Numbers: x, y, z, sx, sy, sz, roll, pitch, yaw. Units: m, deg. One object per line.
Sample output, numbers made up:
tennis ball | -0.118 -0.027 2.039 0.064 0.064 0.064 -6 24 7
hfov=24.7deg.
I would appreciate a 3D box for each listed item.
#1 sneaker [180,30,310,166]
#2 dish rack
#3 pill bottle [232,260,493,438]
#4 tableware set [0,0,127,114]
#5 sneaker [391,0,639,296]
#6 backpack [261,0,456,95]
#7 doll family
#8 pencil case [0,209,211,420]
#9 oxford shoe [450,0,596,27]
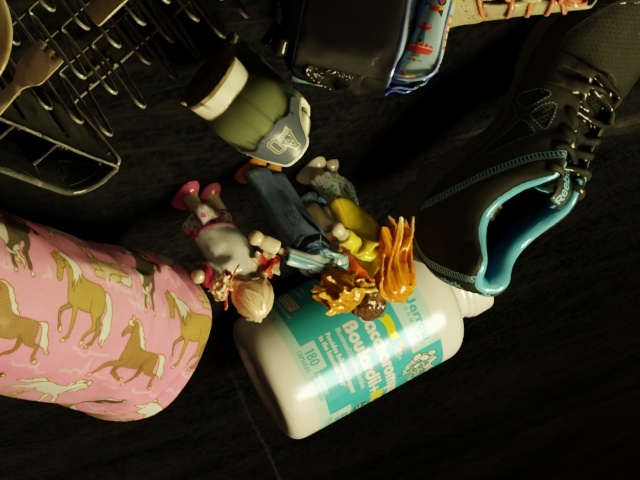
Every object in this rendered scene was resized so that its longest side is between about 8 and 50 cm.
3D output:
sneaker | -0.049 -0.095 1.049 0.064 0.086 0.192 -50 -168 7
dish rack | -0.136 -0.157 0.961 0.271 0.074 0.208 -40 156 13
pill bottle | 0.050 0.091 1.562 0.264 0.146 0.146 -28 155 -12
tableware set | -0.180 -0.158 0.850 0.194 0.128 0.039 -43 -179 5
sneaker | 0.219 -0.092 1.355 0.125 0.139 0.341 34 95 -36
backpack | 0.030 -0.173 1.002 0.117 0.158 0.173 13 180 -2
doll family | 0.000 0.000 1.309 0.263 0.163 0.118 2 138 -52
pencil case | -0.244 0.054 1.125 0.160 0.167 0.386 -60 150 6
oxford shoe | 0.142 -0.218 1.112 0.348 0.130 0.123 -34 156 1
